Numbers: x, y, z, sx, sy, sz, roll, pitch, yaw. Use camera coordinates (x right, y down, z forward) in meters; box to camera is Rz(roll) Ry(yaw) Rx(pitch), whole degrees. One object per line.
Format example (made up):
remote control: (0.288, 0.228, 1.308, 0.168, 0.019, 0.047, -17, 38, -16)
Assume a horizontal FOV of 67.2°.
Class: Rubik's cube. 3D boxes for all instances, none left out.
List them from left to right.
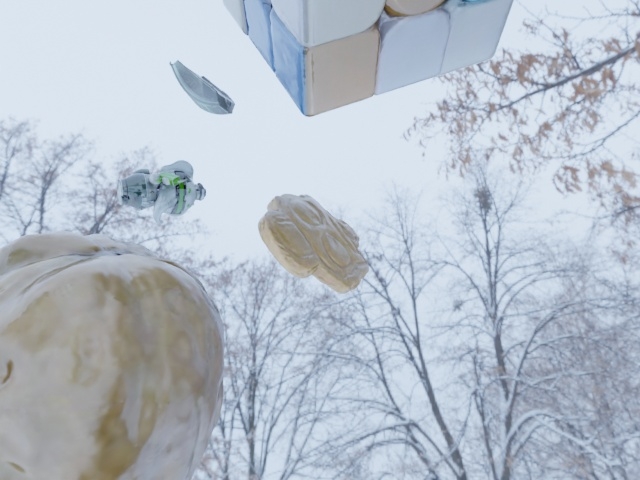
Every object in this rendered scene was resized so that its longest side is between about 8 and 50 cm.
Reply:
Rubik's cube: (0.054, -0.440, 0.656, 0.344, 0.347, 0.347, -21, -34, -16)

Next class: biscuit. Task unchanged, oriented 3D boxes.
biscuit: (0.003, -0.003, 1.085, 0.051, 0.269, 0.376, -43, -14, 24)

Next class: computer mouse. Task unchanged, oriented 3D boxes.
computer mouse: (-0.330, -0.409, 1.319, 0.071, 0.231, 0.126, -53, -18, 12)

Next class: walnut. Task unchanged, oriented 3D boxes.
walnut: (-0.254, 0.169, 0.519, 0.305, 0.306, 0.344, 8, -78, -9)

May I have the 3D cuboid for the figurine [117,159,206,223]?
figurine: (-0.349, -0.107, 1.078, 0.192, 0.126, 0.147, -6, -49, -34)
